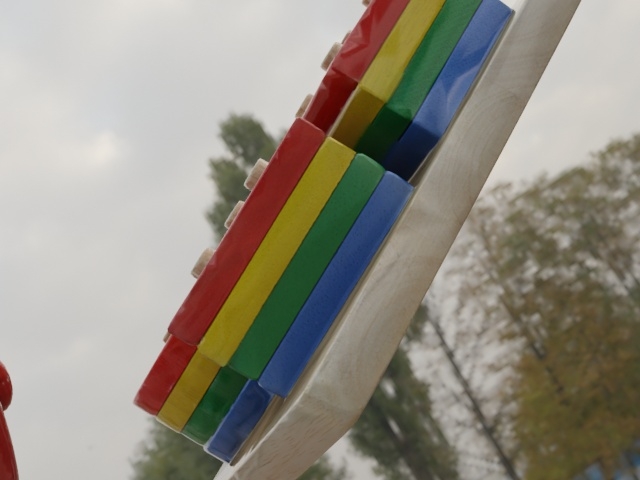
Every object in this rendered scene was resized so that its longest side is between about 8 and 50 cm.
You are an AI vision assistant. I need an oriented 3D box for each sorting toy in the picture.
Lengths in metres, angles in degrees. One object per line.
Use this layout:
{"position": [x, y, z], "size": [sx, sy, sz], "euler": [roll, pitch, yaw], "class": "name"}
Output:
{"position": [0.000, 0.000, 0.655], "size": [0.255, 0.089, 0.257], "euler": [-59, 2, -28], "class": "sorting toy"}

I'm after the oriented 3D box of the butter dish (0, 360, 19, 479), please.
{"position": [-0.188, 0.084, 0.570], "size": [0.160, 0.160, 0.118], "euler": [9, 28, 38], "class": "butter dish"}
